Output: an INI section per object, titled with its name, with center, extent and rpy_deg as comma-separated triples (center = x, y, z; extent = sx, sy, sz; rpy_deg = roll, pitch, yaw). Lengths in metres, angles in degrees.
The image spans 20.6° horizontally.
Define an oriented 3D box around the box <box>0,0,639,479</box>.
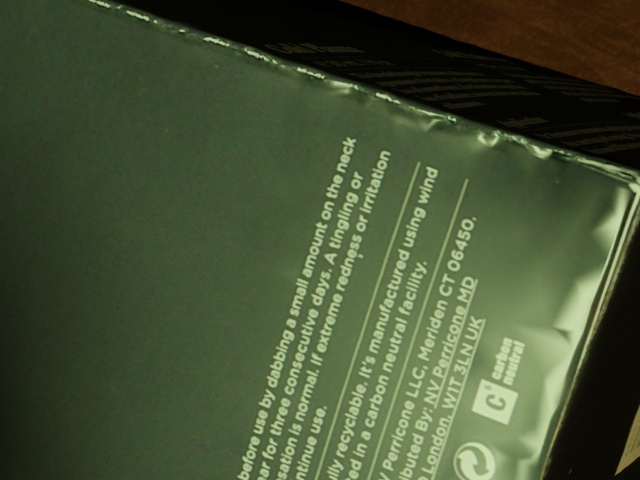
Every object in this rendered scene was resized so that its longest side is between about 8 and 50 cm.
[box]
center = 0.000, 0.000, 0.726
extent = 0.343, 0.312, 0.179
rpy_deg = -9, 119, -66
